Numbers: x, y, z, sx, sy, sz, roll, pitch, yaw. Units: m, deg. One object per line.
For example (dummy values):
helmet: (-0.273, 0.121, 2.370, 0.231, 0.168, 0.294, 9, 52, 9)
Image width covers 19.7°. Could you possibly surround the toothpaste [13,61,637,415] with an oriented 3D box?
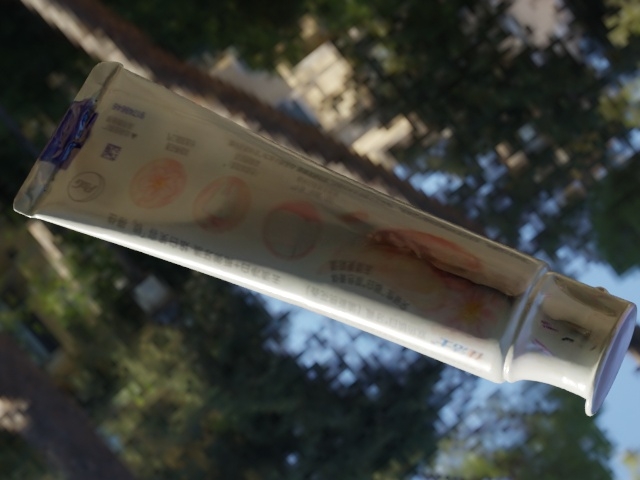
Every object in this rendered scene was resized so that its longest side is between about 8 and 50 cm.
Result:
toothpaste: (0.000, 0.000, 0.942, 0.100, 0.323, 0.066, -62, 162, -17)
